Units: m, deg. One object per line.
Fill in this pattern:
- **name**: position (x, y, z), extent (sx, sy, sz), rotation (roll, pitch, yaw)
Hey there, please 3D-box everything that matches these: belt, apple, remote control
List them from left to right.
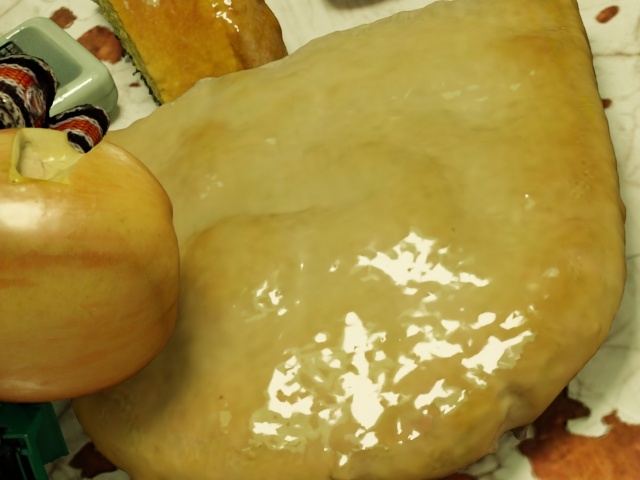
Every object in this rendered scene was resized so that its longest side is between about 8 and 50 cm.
- **belt**: position (-0.319, -0.013, 1.319), extent (0.359, 0.126, 0.094), rotation (-27, 20, 19)
- **remote control**: position (-0.318, -0.077, 1.490), extent (0.296, 0.056, 0.140), rotation (-35, 43, -15)
- **apple**: position (-0.178, 0.014, 1.159), extent (0.199, 0.199, 0.199), rotation (-10, 44, 10)

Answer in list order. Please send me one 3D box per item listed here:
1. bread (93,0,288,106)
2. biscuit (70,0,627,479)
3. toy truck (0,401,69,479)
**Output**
- **bread**: position (-0.124, -0.211, 1.503), extent (0.129, 0.134, 0.260), rotation (-27, 44, -7)
- **biscuit**: position (0.000, -0.001, 1.273), extent (0.429, 0.104, 0.446), rotation (-11, 44, 9)
- **toy truck**: position (-0.274, 0.141, 1.231), extent (0.216, 0.110, 0.116), rotation (-2, 33, 18)
